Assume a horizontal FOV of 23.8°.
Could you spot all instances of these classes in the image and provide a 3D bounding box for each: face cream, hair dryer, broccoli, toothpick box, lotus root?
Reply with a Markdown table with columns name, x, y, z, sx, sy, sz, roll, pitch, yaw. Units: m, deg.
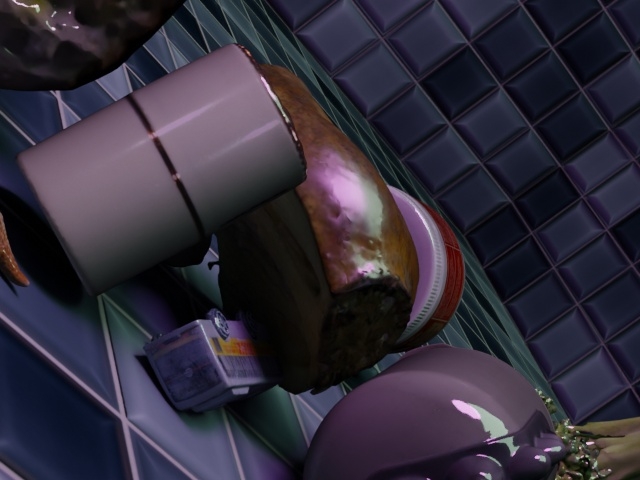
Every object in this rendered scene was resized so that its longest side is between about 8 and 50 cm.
| name | x | y | z | sx | sy | sz | roll | pitch | yaw |
| --- | --- | --- | --- | --- | --- | --- | --- | --- | --- |
| face cream | 0.062 | 0.035 | 1.824 | 0.201 | 0.201 | 0.187 | 56 | 10 | 14 |
| hair dryer | -0.128 | -0.030 | 1.298 | 0.128 | 0.203 | 0.362 | 59 | -9 | 9 |
| broccoli | 0.304 | 0.323 | 1.799 | 0.375 | 0.302 | 0.249 | 49 | 48 | -50 |
| toothpick box | 0.111 | 0.207 | 1.363 | 0.229 | 0.229 | 0.316 | 55 | 10 | 7 |
| lotus root | 0.005 | -0.005 | 1.385 | 0.260 | 0.149 | 0.267 | 43 | -35 | 51 |

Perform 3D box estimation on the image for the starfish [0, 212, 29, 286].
| name | x | y | z | sx | sy | sz | roll | pitch | yaw |
| --- | --- | --- | --- | --- | --- | --- | --- | --- | --- |
| starfish | -0.267 | -0.064 | 1.027 | 0.238 | 0.057 | 0.213 | 46 | 19 | -33 |

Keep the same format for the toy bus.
| name | x | y | z | sx | sy | sz | roll | pitch | yaw |
| --- | --- | --- | --- | --- | --- | --- | --- | --- | --- |
| toy bus | -0.088 | 0.103 | 1.290 | 0.075 | 0.064 | 0.190 | 67 | 11 | 7 |

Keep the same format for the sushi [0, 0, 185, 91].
| name | x | y | z | sx | sy | sz | roll | pitch | yaw |
| --- | --- | --- | --- | --- | --- | --- | --- | --- | --- |
| sushi | -0.265 | -0.305 | 1.235 | 0.294 | 0.281 | 0.299 | -114 | 179 | -52 |
